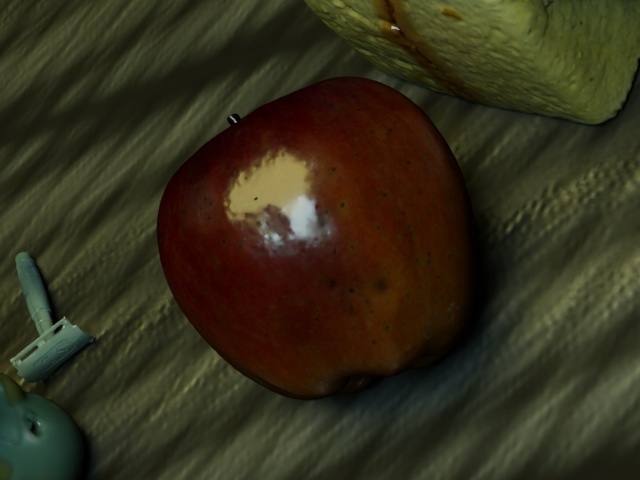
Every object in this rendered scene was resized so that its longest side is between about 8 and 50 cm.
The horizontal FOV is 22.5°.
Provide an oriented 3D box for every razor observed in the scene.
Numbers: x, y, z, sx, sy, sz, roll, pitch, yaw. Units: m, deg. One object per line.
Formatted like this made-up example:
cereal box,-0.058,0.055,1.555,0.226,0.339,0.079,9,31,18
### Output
razor,-0.244,0.056,1.394,0.068,0.040,0.135,-38,43,10

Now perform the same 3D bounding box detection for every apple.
apple,-0.002,0.001,1.144,0.234,0.234,0.234,-17,56,26

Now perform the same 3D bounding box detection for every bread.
bread,0.111,-0.194,1.194,0.240,0.178,0.135,18,78,40

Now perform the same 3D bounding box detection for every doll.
doll,-0.308,0.159,1.222,0.161,0.261,0.177,17,74,40
